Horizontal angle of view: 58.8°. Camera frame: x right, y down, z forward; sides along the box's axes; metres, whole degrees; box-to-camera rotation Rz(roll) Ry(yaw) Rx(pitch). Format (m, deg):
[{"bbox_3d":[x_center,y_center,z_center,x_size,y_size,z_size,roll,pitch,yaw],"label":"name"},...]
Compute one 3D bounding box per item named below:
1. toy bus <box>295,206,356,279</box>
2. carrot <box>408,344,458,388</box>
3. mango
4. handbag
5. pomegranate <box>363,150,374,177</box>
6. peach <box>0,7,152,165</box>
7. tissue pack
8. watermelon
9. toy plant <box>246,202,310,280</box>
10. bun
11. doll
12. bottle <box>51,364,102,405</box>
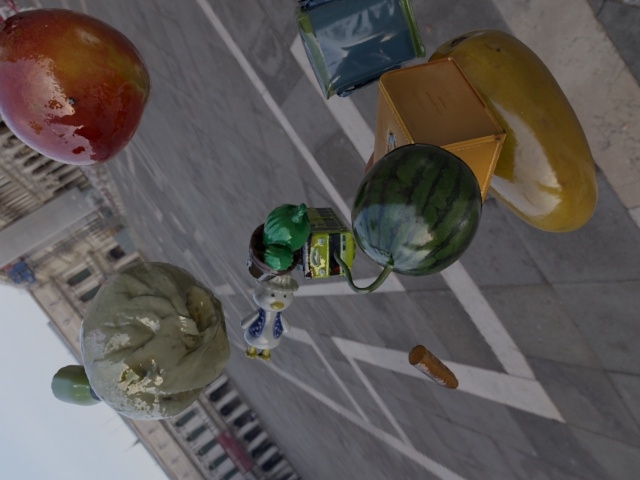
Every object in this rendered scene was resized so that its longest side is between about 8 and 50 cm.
[{"bbox_3d":[0.000,0.000,1.465,0.262,0.150,0.127,-119,29,-70],"label":"toy bus"},{"bbox_3d":[0.236,0.266,1.166,0.139,0.048,0.048,41,172,-29],"label":"carrot"},{"bbox_3d":[0.369,-0.208,1.105,0.445,0.232,0.300,59,-172,8],"label":"mango"},{"bbox_3d":[0.080,-0.461,1.269,0.263,0.241,0.222,-96,-14,-62],"label":"handbag"},{"bbox_3d":[0.231,-0.169,1.432,0.229,0.252,0.270,21,-154,-26],"label":"pomegranate"},{"bbox_3d":[-0.619,-0.378,1.396,0.388,0.388,0.388,48,163,20],"label":"peach"},{"bbox_3d":[0.180,-0.136,0.972,0.274,0.146,0.194,89,167,-54],"label":"tissue pack"},{"bbox_3d":[0.095,-0.016,0.626,0.141,0.187,0.140,27,167,7],"label":"watermelon"},{"bbox_3d":[-0.080,0.006,1.089,0.105,0.142,0.200,24,139,-12],"label":"toy plant"},{"bbox_3d":[-0.348,0.223,1.287,0.220,0.365,0.365,-14,116,34],"label":"bun"},{"bbox_3d":[-0.136,0.189,1.517,0.119,0.139,0.292,-117,40,-65],"label":"doll"},{"bbox_3d":[-0.663,0.412,1.613,0.260,0.112,0.112,-9,119,43],"label":"bottle"}]
